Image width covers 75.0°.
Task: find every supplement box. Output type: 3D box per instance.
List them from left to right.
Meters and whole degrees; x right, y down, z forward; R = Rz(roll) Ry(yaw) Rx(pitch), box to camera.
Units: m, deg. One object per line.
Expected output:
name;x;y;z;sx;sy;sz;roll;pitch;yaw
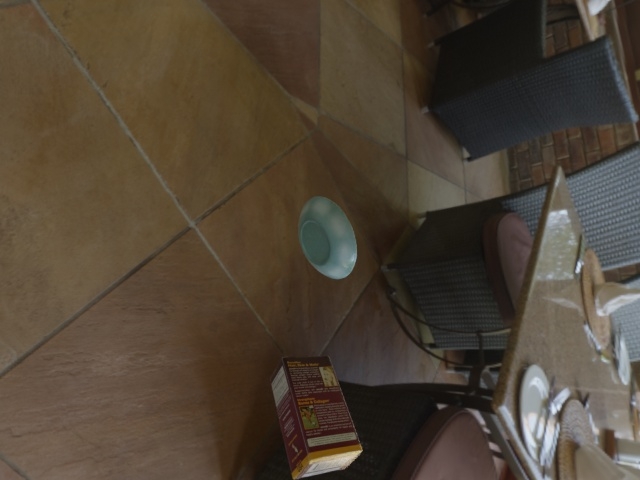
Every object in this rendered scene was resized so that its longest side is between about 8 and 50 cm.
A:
supplement box;-0.015;0.311;0.756;0.104;0.081;0.188;6;40;-29

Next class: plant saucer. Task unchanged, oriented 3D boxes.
plant saucer;0.000;0.000;0.934;0.037;0.195;0.195;-20;96;-36
